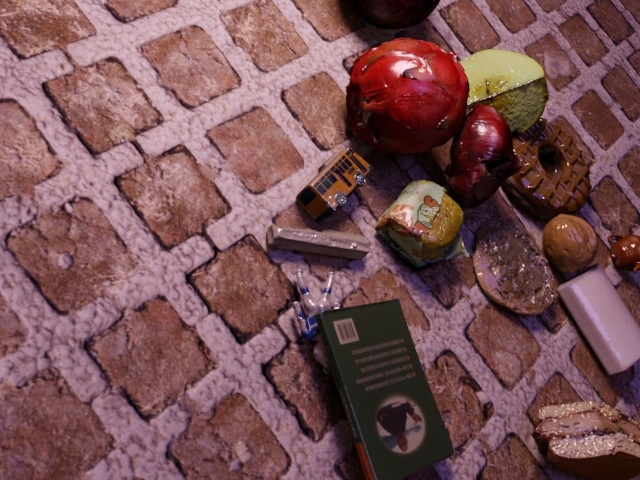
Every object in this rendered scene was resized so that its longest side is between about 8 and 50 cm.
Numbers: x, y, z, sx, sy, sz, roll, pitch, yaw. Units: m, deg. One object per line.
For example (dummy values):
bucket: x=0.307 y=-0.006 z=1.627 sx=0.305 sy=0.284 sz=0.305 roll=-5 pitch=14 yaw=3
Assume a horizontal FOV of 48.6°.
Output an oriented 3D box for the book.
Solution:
book: x=0.138 y=0.314 z=1.514 sx=0.260 sy=0.043 sz=0.371 roll=-4 pitch=70 yaw=-44

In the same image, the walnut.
walnut: x=0.689 y=0.006 z=1.961 sx=0.166 sy=0.149 sz=0.166 roll=23 pitch=60 yaw=-49

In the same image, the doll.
doll: x=-0.007 y=0.174 z=1.521 sx=0.114 sy=0.057 sz=0.227 roll=7 pitch=61 yaw=-27

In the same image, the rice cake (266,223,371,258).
rice cake: x=0.000 y=0.000 z=1.614 sx=0.256 sy=0.052 sz=0.057 roll=9 pitch=34 yaw=-27

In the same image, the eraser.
eraser: x=0.779 y=0.212 z=1.945 sx=0.174 sy=0.095 sz=0.270 roll=-26 pitch=81 yaw=-37

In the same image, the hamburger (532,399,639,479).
hamburger: x=0.655 y=0.488 z=1.700 sx=0.282 sy=0.245 sz=0.155 roll=-16 pitch=40 yaw=6

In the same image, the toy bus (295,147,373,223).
toy bus: x=0.033 y=-0.136 z=1.674 sx=0.103 sy=0.091 sz=0.182 roll=46 pitch=54 yaw=-4

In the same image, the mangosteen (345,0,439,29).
mangosteen: x=0.204 y=-0.739 z=1.931 sx=0.330 sy=0.330 sz=0.330 roll=13 pitch=61 yaw=-25

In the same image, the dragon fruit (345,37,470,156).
dragon fruit: x=0.212 y=-0.358 z=1.773 sx=0.302 sy=0.295 sz=0.295 roll=-13 pitch=74 yaw=-17

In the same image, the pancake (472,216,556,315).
pancake: x=0.516 y=0.068 z=1.887 sx=0.282 sy=0.049 sz=0.282 roll=13 pitch=60 yaw=-24

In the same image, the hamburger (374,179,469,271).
hamburger: x=0.272 y=-0.033 z=1.740 sx=0.235 sy=0.125 sz=0.214 roll=41 pitch=62 yaw=10

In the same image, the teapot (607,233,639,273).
teapot: x=0.913 y=0.037 z=2.112 sx=0.116 sy=0.116 sz=0.173 roll=13 pitch=34 yaw=-25

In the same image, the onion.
onion: x=0.425 y=-0.203 z=1.822 sx=0.195 sy=0.272 sz=0.272 roll=13 pitch=56 yaw=9

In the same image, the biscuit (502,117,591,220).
biscuit: x=0.655 y=-0.208 z=2.070 sx=0.332 sy=0.103 sz=0.332 roll=14 pitch=61 yaw=-26

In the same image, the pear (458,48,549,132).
pear: x=0.487 y=-0.423 z=2.025 sx=0.159 sy=0.292 sz=0.292 roll=61 pitch=38 yaw=-47
